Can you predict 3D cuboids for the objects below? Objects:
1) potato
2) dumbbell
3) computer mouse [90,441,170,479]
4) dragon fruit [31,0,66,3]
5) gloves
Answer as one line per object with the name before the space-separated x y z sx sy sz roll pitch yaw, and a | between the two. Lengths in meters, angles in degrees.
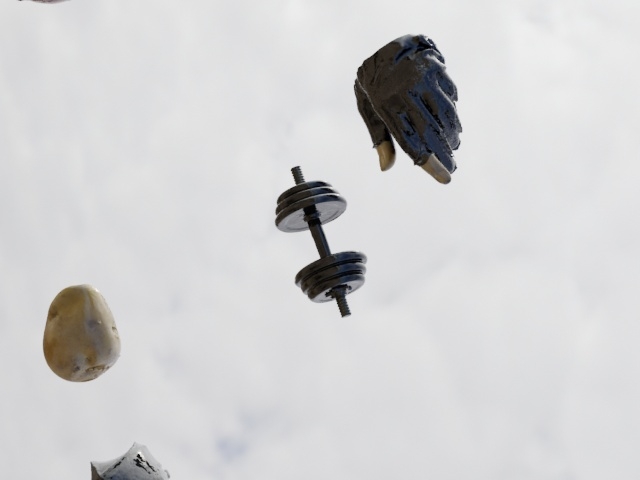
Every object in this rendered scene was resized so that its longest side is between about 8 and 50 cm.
potato | -0.210 0.082 1.005 0.062 0.068 0.083 -24 -105 46
dumbbell | 0.000 0.000 1.447 0.099 0.099 0.209 -46 -122 55
computer mouse | -0.180 0.253 1.175 0.099 0.057 0.172 57 6 8
dragon fruit | -0.356 -0.396 1.482 0.172 0.209 0.172 24 -35 18
gloves | 0.122 -0.155 1.436 0.181 0.129 0.106 62 -11 16
